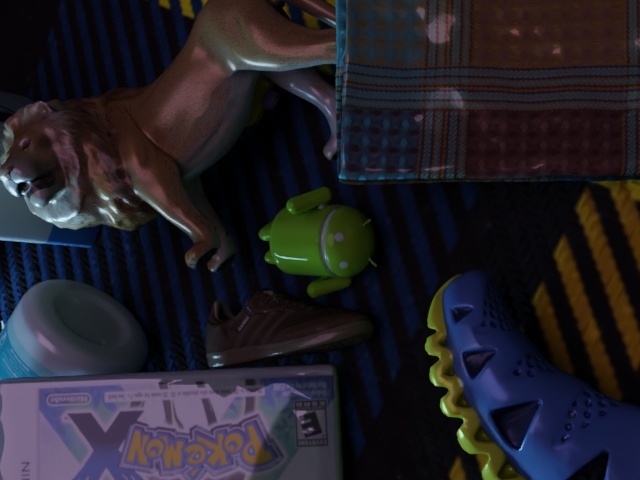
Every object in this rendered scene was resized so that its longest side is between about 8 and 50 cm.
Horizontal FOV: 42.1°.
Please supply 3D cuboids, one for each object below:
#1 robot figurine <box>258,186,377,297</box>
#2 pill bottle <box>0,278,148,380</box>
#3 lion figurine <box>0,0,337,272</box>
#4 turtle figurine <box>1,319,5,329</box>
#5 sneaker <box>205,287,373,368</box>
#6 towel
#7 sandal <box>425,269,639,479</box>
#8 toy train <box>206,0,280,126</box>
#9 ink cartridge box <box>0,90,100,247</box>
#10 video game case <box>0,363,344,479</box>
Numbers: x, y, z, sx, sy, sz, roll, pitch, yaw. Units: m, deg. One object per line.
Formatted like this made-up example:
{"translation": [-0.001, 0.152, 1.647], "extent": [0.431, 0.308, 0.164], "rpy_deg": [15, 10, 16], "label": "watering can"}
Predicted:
{"translation": [0.000, 0.000, 0.767], "extent": [0.115, 0.067, 0.101], "rpy_deg": [3, 114, 34], "label": "robot figurine"}
{"translation": [-0.313, 0.182, 0.914], "extent": [0.146, 0.146, 0.264], "rpy_deg": [46, 111, 28], "label": "pill bottle"}
{"translation": [-0.114, -0.127, 0.784], "extent": [0.392, 0.142, 0.240], "rpy_deg": [-41, 80, 9], "label": "lion figurine"}
{"translation": [-0.441, 0.140, 0.974], "extent": [0.118, 0.175, 0.234], "rpy_deg": [31, 111, 55], "label": "turtle figurine"}
{"translation": [-0.039, 0.076, 0.787], "extent": [0.188, 0.066, 0.071], "rpy_deg": [-15, 76, 31], "label": "sneaker"}
{"translation": [0.143, -0.229, 0.652], "extent": [0.271, 0.040, 0.370], "rpy_deg": [0, 83, 10], "label": "towel"}
{"translation": [0.190, 0.156, 0.602], "extent": [0.138, 0.126, 0.317], "rpy_deg": [-34, 76, 23], "label": "sandal"}
{"translation": [-0.105, -0.163, 0.854], "extent": [0.166, 0.046, 0.125], "rpy_deg": [-39, 88, 23], "label": "toy train"}
{"translation": [-0.413, -0.101, 0.911], "extent": [0.223, 0.307, 0.129], "rpy_deg": [30, 102, 32], "label": "ink cartridge box"}
{"translation": [-0.139, 0.271, 0.768], "extent": [0.329, 0.036, 0.300], "rpy_deg": [-4, 83, 6], "label": "video game case"}
